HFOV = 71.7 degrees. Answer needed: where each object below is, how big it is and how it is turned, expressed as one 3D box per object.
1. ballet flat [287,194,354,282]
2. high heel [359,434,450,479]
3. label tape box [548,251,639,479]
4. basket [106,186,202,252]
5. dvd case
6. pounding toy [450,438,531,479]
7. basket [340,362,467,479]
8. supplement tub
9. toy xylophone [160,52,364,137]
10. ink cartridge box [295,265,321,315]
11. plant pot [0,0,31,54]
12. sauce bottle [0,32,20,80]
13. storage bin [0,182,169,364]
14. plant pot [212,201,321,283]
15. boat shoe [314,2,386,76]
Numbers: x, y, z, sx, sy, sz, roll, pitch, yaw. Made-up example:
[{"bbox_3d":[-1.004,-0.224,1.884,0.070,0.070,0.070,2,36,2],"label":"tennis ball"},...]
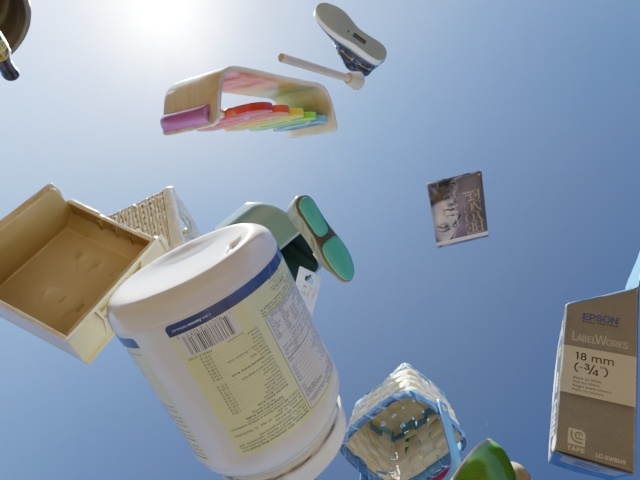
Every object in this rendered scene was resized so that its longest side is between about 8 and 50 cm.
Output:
[{"bbox_3d":[0.000,0.000,0.961,0.072,0.068,0.213,-34,-85,-37],"label":"ballet flat"},{"bbox_3d":[0.182,0.668,1.112,0.181,0.127,0.377,46,-69,16],"label":"high heel"},{"bbox_3d":[0.459,0.209,0.750,0.105,0.241,0.334,6,-116,28],"label":"label tape box"},{"bbox_3d":[-0.546,0.059,1.547,0.266,0.328,0.331,-25,-134,-6],"label":"basket"},{"bbox_3d":[0.425,-0.092,1.367,0.164,0.221,0.018,-13,-155,5],"label":"dvd case"},{"bbox_3d":[0.225,0.363,0.546,0.110,0.237,0.183,22,-104,40],"label":"pounding toy"},{"bbox_3d":[0.166,0.407,0.877,0.201,0.289,0.255,41,-66,-5],"label":"basket"},{"bbox_3d":[-0.113,0.165,0.625,0.235,0.325,0.235,-21,-162,7],"label":"supplement tub"},{"bbox_3d":[-0.079,-0.213,0.693,0.236,0.322,0.081,2,-79,43],"label":"toy xylophone"},{"bbox_3d":[-0.062,0.156,1.057,0.045,0.145,0.179,10,-100,24],"label":"ink cartridge box"},{"bbox_3d":[-0.746,-0.477,0.770,0.323,0.323,0.280,-35,-88,4],"label":"plant pot"},{"bbox_3d":[-0.500,-0.298,0.676,0.042,0.128,0.042,3,-111,-7],"label":"sauce bottle"},{"bbox_3d":[-0.462,0.048,0.821,0.262,0.123,0.260,23,-127,10],"label":"storage bin"},{"bbox_3d":[-0.183,0.028,1.347,0.247,0.248,0.252,-40,-121,-16],"label":"plant pot"},{"bbox_3d":[0.053,-0.436,0.980,0.183,0.083,0.065,34,-111,-13],"label":"boat shoe"}]
